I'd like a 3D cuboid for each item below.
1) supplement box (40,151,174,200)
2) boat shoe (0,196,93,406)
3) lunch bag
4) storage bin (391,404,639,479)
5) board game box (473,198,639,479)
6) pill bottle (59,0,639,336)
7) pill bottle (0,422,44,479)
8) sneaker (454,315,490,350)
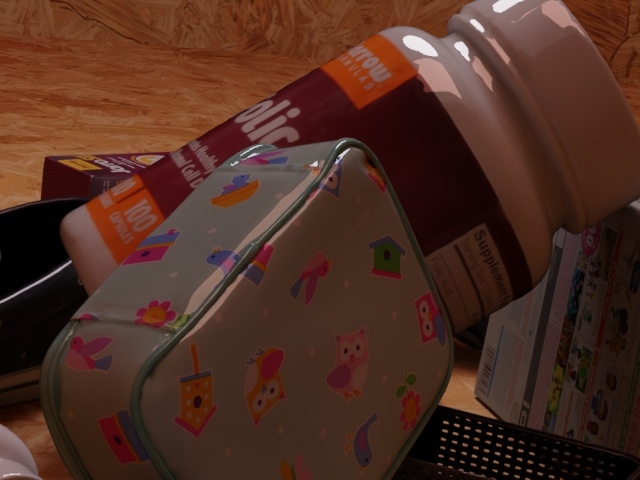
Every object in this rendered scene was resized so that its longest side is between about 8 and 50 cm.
[{"bbox_3d":[-0.207,-0.049,2.074,0.188,0.080,0.104,-4,17,-39],"label":"supplement box"},{"bbox_3d":[-0.319,0.058,1.401,0.187,0.156,0.500,17,17,31],"label":"boat shoe"},{"bbox_3d":[-0.036,0.090,1.129,0.108,0.224,0.279,2,39,39],"label":"lunch bag"},{"bbox_3d":[0.117,0.180,1.250,0.180,0.084,0.122,13,14,23],"label":"storage bin"},{"bbox_3d":[0.237,0.070,1.481,0.098,0.224,0.303,6,13,-17],"label":"board game box"},{"bbox_3d":[0.029,-0.017,1.361,0.392,0.224,0.224,-31,19,-4],"label":"pill bottle"},{"bbox_3d":[-0.236,0.151,1.139,0.108,0.108,0.180,-4,17,-39],"label":"pill bottle"},{"bbox_3d":[0.133,0.060,1.792,0.163,0.086,0.226,26,-9,-2],"label":"sneaker"}]
